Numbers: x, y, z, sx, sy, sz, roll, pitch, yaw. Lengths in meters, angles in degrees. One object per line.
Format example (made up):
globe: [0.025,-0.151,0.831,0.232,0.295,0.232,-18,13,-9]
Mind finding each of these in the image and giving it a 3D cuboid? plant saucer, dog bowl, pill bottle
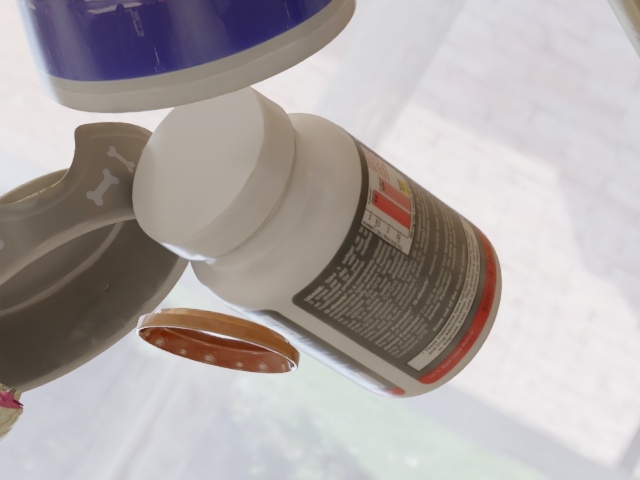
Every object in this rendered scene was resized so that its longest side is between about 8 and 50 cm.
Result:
plant saucer: [-0.051,0.049,0.972,0.083,0.013,0.083,12,165,3]
dog bowl: [-0.110,-0.205,1.545,0.265,0.265,0.104,14,128,44]
pill bottle: [0.000,0.000,1.933,0.210,0.210,0.363,12,163,47]
dog bowl: [-0.280,0.033,1.969,0.102,0.349,0.349,54,172,20]

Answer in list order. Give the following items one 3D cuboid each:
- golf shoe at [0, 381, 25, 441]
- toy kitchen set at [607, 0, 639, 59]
golf shoe: [-0.327,0.165,1.586,0.115,0.140,0.306,23,170,-12]
toy kitchen set: [0.354,-0.184,1.521,0.122,0.166,0.207,55,173,-31]
